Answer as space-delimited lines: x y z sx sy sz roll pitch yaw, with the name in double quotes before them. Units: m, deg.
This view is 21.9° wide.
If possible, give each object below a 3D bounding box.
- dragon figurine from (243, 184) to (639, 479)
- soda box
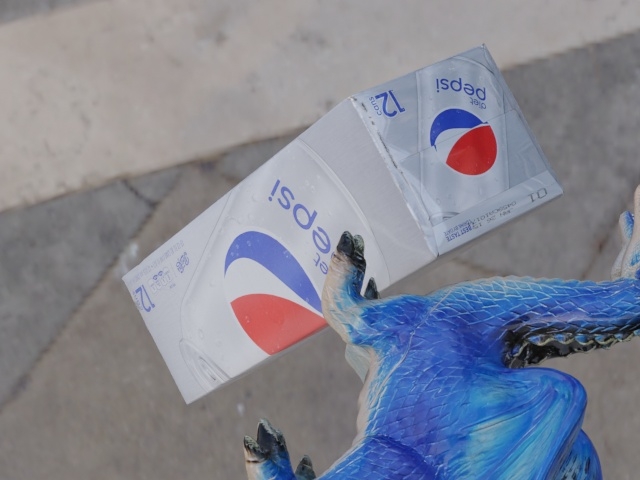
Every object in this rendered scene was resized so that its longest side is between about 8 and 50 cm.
"dragon figurine" 0.055 0.086 0.615 0.144 0.085 0.289 16 64 20
"soda box" 0.000 0.000 0.911 0.098 0.286 0.091 -25 85 -36
